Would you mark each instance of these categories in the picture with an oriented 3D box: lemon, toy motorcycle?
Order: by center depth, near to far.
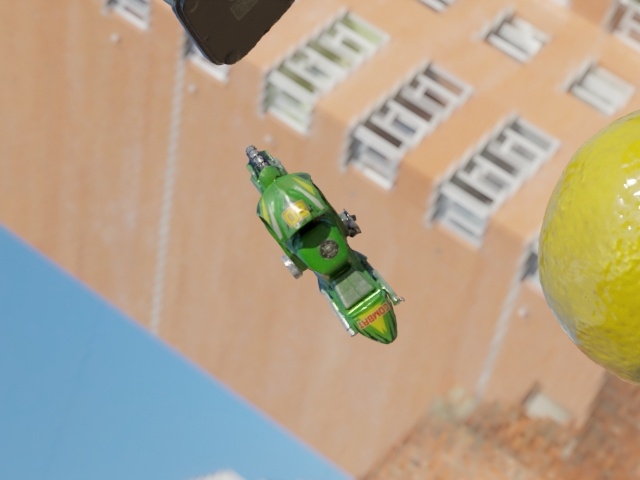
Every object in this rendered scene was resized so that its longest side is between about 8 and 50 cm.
[{"bbox_3d":[0.232,0.007,1.227,0.178,0.178,0.203,-32,-34,-50],"label":"lemon"},{"bbox_3d":[0.000,0.000,1.538,0.074,0.190,0.106,-37,16,0],"label":"toy motorcycle"}]

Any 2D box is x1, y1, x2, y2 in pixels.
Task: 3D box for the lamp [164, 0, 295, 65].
[{"bbox_3d":[-0.127,-0.319,1.765,0.203,0.283,0.124,-45,-26,-6],"label":"lamp"}]
